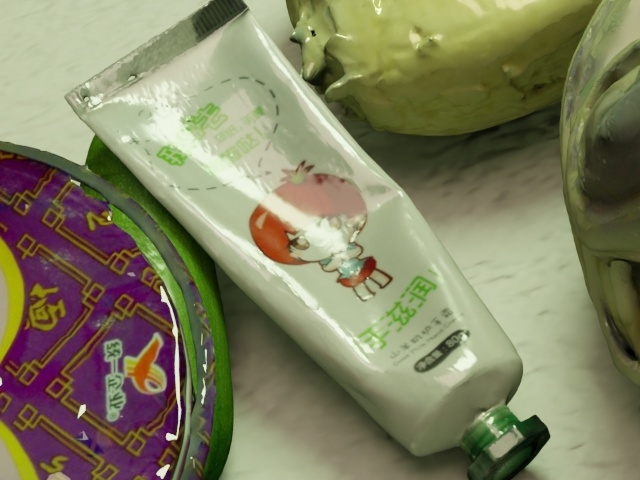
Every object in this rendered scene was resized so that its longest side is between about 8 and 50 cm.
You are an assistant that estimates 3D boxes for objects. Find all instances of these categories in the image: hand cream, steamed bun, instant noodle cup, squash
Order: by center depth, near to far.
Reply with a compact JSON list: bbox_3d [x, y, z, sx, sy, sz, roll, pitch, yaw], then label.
[{"bbox_3d":[-0.192,0.159,0.867,0.340,0.266,0.339,-4,50,5],"label":"instant noodle cup"},{"bbox_3d":[0.225,-0.057,0.963,0.268,0.207,0.280,-37,51,27],"label":"steamed bun"},{"bbox_3d":[0.000,0.000,1.049,0.121,0.076,0.336,-35,68,-15],"label":"hand cream"},{"bbox_3d":[-0.099,0.025,1.084,0.082,0.082,0.292,-11,49,0],"label":"squash"},{"bbox_3d":[0.105,-0.177,1.169,0.273,0.166,0.232,-31,60,6],"label":"steamed bun"}]
